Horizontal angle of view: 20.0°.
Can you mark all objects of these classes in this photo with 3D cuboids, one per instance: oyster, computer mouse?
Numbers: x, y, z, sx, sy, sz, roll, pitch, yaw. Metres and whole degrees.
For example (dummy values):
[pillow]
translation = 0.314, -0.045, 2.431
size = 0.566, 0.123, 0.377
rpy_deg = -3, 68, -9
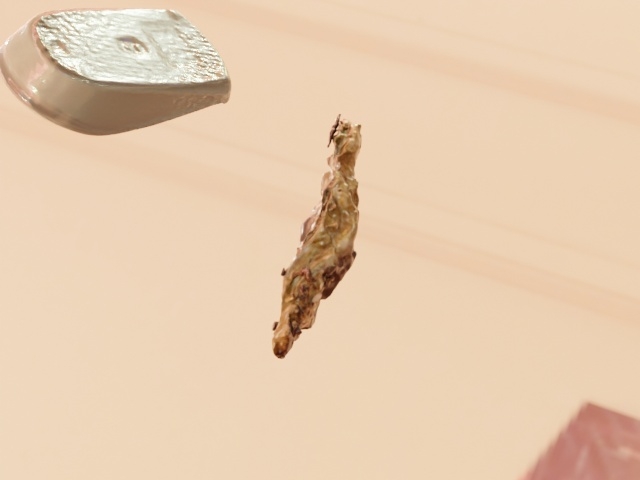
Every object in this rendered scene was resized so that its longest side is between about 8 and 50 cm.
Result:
[oyster]
translation = 0.001, -0.002, 2.106
size = 0.128, 0.079, 0.345
rpy_deg = 120, 169, -50
[computer mouse]
translation = -0.193, -0.156, 1.691
size = 0.231, 0.128, 0.079
rpy_deg = -6, -38, -38
